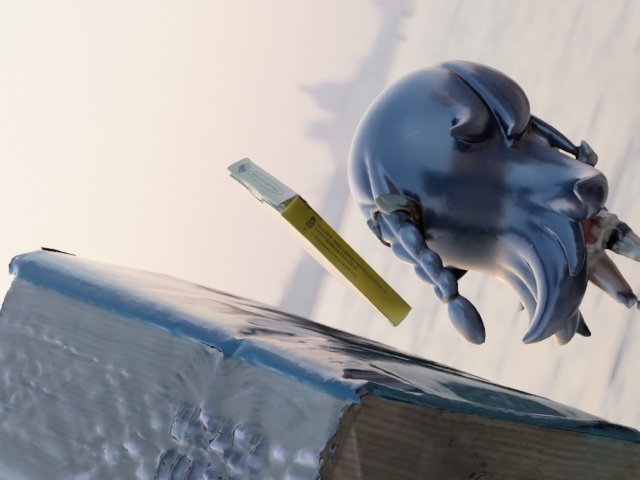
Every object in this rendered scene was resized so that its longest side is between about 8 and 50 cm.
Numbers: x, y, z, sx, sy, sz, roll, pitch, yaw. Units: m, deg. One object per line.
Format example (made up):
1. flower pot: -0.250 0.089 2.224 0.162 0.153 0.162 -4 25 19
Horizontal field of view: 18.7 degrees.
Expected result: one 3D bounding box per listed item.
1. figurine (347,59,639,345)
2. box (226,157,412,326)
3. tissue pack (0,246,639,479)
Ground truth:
1. figurine: 0.138 -0.027 1.503 0.265 0.197 0.175 42 111 43
2. box: 0.000 0.000 1.304 0.020 0.149 0.073 -48 40 -3
3. tissue pack: -0.019 0.102 0.883 0.271 0.192 0.134 17 91 50
